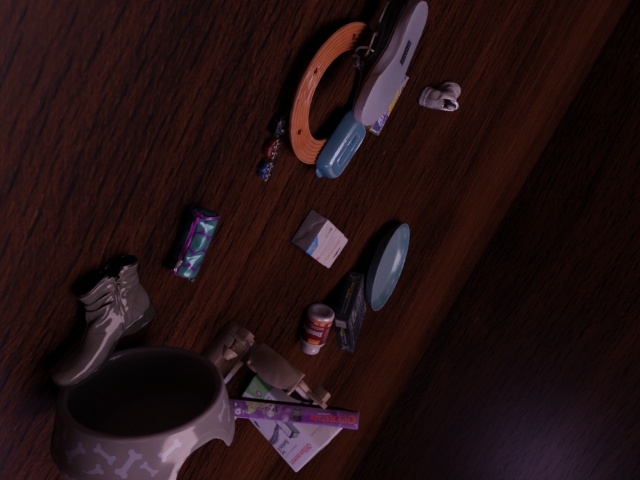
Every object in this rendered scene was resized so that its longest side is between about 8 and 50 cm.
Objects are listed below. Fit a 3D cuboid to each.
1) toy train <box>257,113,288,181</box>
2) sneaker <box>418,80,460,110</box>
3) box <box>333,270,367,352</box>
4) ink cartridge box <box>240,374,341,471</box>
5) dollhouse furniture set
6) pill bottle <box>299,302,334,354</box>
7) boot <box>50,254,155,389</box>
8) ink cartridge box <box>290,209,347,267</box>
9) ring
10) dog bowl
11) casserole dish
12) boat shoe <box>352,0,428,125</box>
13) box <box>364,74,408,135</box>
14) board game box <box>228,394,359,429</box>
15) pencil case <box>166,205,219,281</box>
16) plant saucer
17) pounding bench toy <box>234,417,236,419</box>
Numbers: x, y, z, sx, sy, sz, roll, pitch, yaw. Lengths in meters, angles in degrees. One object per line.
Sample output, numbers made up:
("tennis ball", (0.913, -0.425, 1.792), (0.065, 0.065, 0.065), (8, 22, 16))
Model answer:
("toy train", (-0.107, -0.199, 1.403), (0.036, 0.027, 0.158), (-15, 130, -50))
("sneaker", (0.381, -0.421, 1.932), (0.212, 0.094, 0.080), (-26, 139, -47))
("box", (0.101, 0.240, 2.143), (0.232, 0.059, 0.183), (79, 27, -55))
("ink cartridge box", (-0.093, 0.505, 1.870), (0.115, 0.273, 0.198), (-33, 162, -41))
("dollhouse furniture set", (-0.135, 0.383, 1.619), (0.173, 0.356, 0.303), (-51, 154, -13))
("pill bottle", (-0.015, 0.279, 2.018), (0.086, 0.086, 0.152), (-23, 137, -50))
("boot", (-0.422, 0.142, 1.192), (0.246, 0.084, 0.161), (-48, 146, -32))
("ink cartridge box", (0.000, 0.000, 1.766), (0.104, 0.062, 0.181), (-56, 154, -3))
("ring", (0.029, -0.333, 1.470), (0.336, 0.032, 0.336), (-45, 154, -30))
("dog bowl", (-0.338, 0.322, 1.238), (0.349, 0.349, 0.102), (-24, 124, -49))
("casserole dish", (0.055, -0.228, 1.567), (0.188, 0.037, 0.114), (-58, 159, -6))
("boat shoe", (0.128, -0.402, 1.420), (0.113, 0.105, 0.306), (25, 88, -63))
("box", (0.157, -0.360, 1.654), (0.168, 0.054, 0.059), (-62, 154, 9))
("board game box", (-0.096, 0.431, 1.632), (0.208, 0.347, 0.056), (131, -33, -70))
("pencil case", (-0.260, 0.005, 1.316), (0.151, 0.065, 0.070), (-66, 169, 15))
("plant saucer", (0.227, 0.087, 2.219), (0.317, 0.044, 0.317), (-50, 150, -42))
("pounding bench toy", (-0.269, 0.494, 1.850), (0.083, 0.052, 0.065), (-52, 154, -12))
